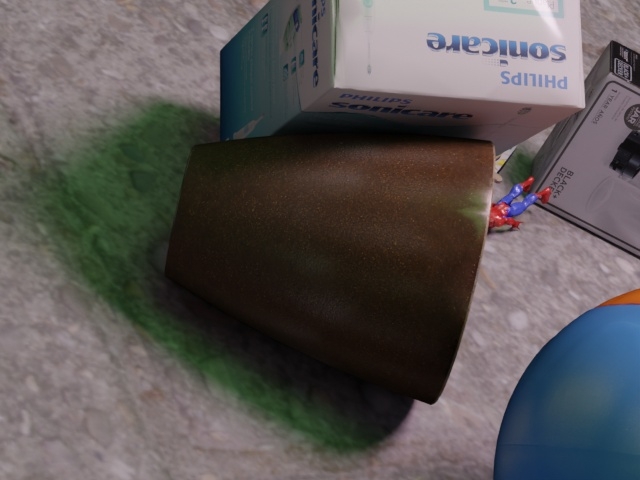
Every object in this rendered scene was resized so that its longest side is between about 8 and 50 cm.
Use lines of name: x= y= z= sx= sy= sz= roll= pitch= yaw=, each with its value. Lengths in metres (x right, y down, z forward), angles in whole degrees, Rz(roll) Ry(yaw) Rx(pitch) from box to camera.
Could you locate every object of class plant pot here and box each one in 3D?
plant pot: x=0.000 y=0.000 z=1.352 sx=0.230 sy=0.215 sz=0.215 roll=13 pitch=35 yaw=-2

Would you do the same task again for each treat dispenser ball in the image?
treat dispenser ball: x=0.269 y=0.172 z=1.233 sx=0.288 sy=0.288 sz=0.288 roll=21 pitch=34 yaw=-15

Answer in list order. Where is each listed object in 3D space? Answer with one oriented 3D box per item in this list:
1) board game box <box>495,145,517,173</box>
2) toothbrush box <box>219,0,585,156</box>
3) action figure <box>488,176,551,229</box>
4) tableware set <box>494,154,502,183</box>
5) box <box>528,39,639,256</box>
board game box: x=0.104 y=-0.085 z=1.674 sx=0.136 sy=0.035 sz=0.201 roll=34 pitch=33 yaw=5
toothbrush box: x=0.057 y=-0.136 z=1.428 sx=0.216 sy=0.295 sz=0.126 roll=3 pitch=79 yaw=-19
action figure: x=0.181 y=-0.030 z=1.671 sx=0.038 sy=0.030 sz=0.115 roll=39 pitch=38 yaw=23
tableware set: x=0.101 y=-0.138 z=1.671 sx=0.194 sy=0.039 sz=0.128 roll=22 pitch=34 yaw=-14
box: x=0.378 y=-0.058 z=1.740 sx=0.290 sy=0.169 sz=0.087 roll=26 pitch=31 yaw=-5
